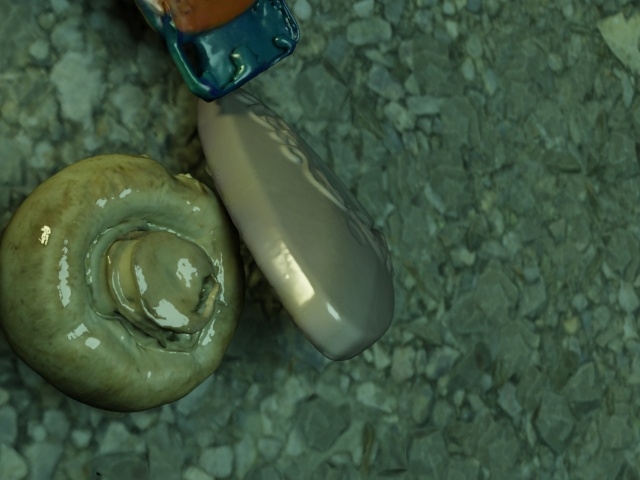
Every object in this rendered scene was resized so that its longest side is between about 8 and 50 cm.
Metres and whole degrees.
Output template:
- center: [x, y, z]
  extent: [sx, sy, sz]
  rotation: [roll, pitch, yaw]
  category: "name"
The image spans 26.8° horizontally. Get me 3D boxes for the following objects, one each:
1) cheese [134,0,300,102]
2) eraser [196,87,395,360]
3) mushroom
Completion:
- center: [-0.121, -0.250, 0.880]
  extent: [0.217, 0.129, 0.329]
  rotation: [-40, 108, -32]
  category: "cheese"
- center: [0.001, -0.001, 0.897]
  extent: [0.059, 0.243, 0.204]
  rotation: [-37, 114, 10]
  category: "eraser"
- center: [-0.121, 0.024, 0.848]
  extent: [0.166, 0.127, 0.166]
  rotation: [12, 72, -40]
  category: "mushroom"
